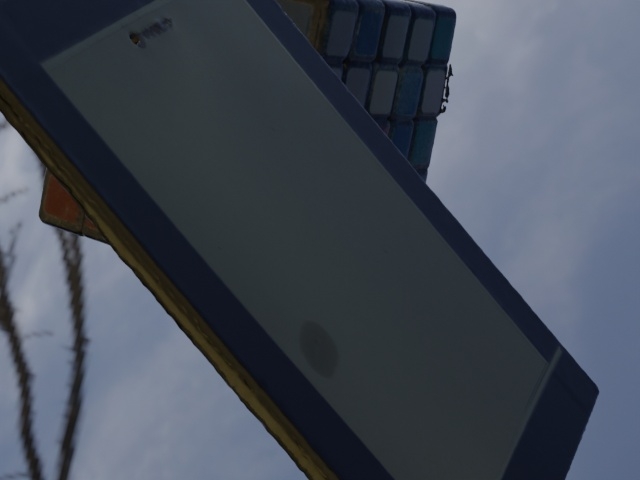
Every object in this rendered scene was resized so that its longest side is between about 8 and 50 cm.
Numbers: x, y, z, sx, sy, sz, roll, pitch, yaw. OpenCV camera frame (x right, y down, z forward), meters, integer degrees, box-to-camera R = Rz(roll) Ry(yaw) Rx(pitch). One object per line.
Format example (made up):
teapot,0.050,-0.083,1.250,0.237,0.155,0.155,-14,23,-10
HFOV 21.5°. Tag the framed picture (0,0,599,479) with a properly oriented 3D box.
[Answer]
framed picture,0.000,0.000,0.794,0.016,0.347,0.265,-37,-174,28

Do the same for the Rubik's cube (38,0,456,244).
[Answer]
Rubik's cube,-0.067,-0.124,1.677,0.293,0.287,0.292,18,-78,28
